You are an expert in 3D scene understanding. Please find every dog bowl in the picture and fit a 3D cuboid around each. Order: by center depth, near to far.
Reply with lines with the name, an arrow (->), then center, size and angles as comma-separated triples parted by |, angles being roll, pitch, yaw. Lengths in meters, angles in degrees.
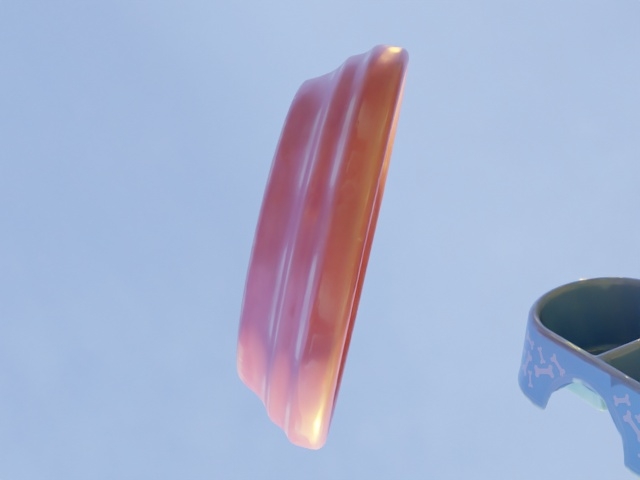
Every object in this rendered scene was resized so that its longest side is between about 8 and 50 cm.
dog bowl -> 0.287, 0.111, 0.937 | 0.166, 0.297, 0.074 | -18, -67, -20

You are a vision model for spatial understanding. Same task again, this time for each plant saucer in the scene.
plant saucer -> 0.000, 0.000, 0.899 | 0.084, 0.332, 0.332 | 12, -121, 3
